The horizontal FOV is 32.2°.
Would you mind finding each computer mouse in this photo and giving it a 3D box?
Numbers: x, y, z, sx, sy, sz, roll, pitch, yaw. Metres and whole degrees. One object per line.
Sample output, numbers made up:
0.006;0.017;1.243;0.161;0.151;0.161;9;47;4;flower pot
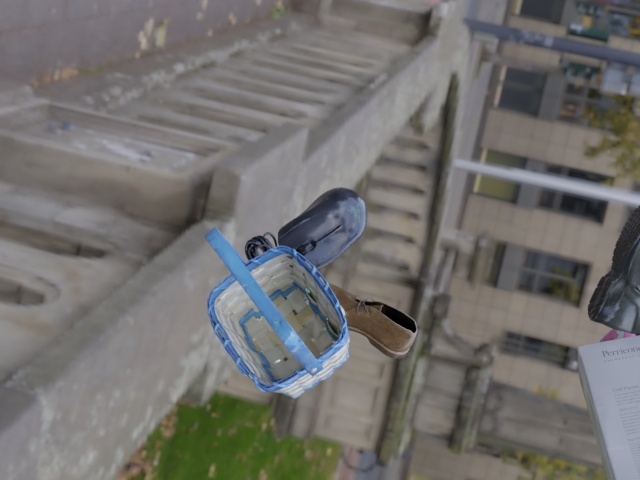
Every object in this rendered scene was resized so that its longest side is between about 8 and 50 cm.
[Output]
0.000;0.000;2.231;0.272;0.188;0.072;-43;-164;-18;computer mouse

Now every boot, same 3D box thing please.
0.102;0.168;2.734;0.112;0.305;0.115;-58;176;-40;boot
0.560;0.056;1.826;0.083;0.161;0.247;-85;-163;-75;boot

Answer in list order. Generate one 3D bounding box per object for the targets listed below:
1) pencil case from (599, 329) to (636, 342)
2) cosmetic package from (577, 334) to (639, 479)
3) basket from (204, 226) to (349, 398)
0.705;0.358;2.355;0.167;0.160;0.386;-34;-139;36;pencil case
0.557;0.241;1.467;0.097;0.377;0.284;72;10;-47;cosmetic package
-0.077;0.118;1.821;0.201;0.255;0.289;-37;154;1;basket
